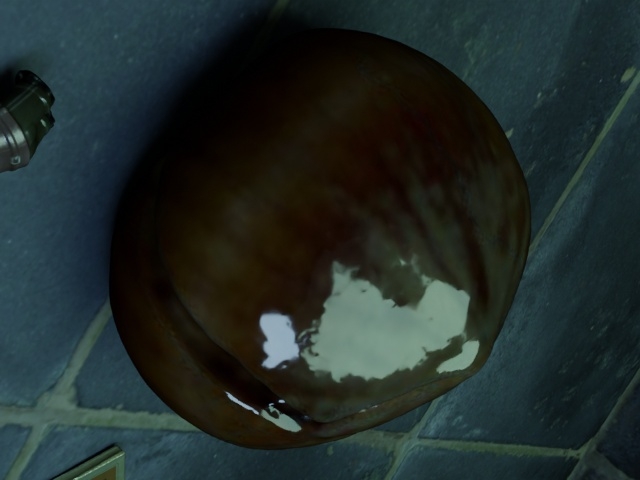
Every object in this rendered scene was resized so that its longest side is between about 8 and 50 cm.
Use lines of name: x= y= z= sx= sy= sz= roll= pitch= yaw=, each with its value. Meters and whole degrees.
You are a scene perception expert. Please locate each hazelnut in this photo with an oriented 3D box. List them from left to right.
hazelnut: x=0.000 y=0.000 z=1.132 sx=0.409 sy=0.359 sz=0.359 roll=-55 pitch=149 yaw=-15

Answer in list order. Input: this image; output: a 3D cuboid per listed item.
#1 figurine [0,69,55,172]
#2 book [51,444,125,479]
figurine: x=-0.284 y=-0.059 z=0.924 sx=0.196 sy=0.108 sz=0.114 roll=-52 pitch=176 yaw=-30
book: x=-0.313 y=0.334 z=1.314 sx=0.241 sy=0.018 sz=0.170 roll=-27 pitch=140 yaw=-35
